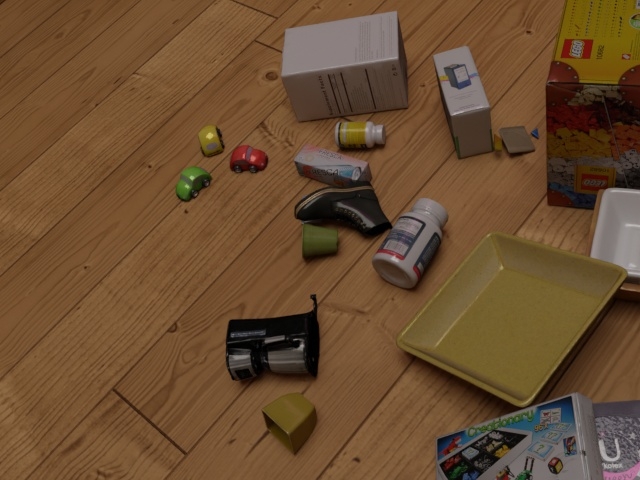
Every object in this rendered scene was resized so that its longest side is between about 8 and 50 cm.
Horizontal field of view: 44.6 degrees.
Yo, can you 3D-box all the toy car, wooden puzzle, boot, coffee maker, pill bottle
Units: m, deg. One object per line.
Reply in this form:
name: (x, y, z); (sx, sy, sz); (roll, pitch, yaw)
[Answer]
toy car: (-0.283, -0.193, 1.981); (0.239, 0.053, 0.225); (32, 69, 32)
wooden puzzle: (0.452, -0.233, 1.808); (0.116, 0.014, 0.078); (-1, 57, -8)
boot: (0.053, -0.055, 1.756); (0.198, 0.077, 0.137); (-20, 56, -14)
coffee maker: (-0.096, 0.206, 1.617); (0.178, 0.120, 0.171); (-5, 31, 12)
pill bottle: (0.198, 0.002, 1.668); (0.108, 0.108, 0.180); (22, 64, 28)
pill bottle: (0.098, -0.259, 1.910); (0.116, 0.065, 0.065); (1, 56, 18)

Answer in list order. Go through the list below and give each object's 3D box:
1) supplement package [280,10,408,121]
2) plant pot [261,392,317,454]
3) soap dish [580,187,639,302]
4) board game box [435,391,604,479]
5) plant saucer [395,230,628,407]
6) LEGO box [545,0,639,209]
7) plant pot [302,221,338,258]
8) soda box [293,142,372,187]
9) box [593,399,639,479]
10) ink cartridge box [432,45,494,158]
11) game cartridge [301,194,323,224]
supplement package: (0.065, -0.437, 1.977); (0.293, 0.175, 0.177); (-5, 56, 13)
plant pot: (-0.053, 0.345, 1.515); (0.083, 0.081, 0.081); (-37, 53, -24)
soap dish: (0.670, 0.023, 1.510); (0.291, 0.118, 0.229); (9, 59, 21)
board game box: (0.318, 0.386, 1.288); (0.305, 0.053, 0.193); (-32, 42, 41)
plant saucer: (0.363, 0.152, 1.485); (0.333, 0.081, 0.333); (-46, 37, -18)
LEGO box: (0.612, -0.372, 1.650); (0.193, 0.372, 0.500); (8, 57, 21)
plant pot: (0.000, 0.000, 1.752); (0.079, 0.083, 0.083); (0, 55, 2)
soda box: (0.029, -0.173, 1.873); (0.183, 0.058, 0.063); (20, 63, 28)
box: (0.524, 0.363, 1.292); (0.247, 0.142, 0.163); (-7, 53, 12)
ink cartridge box: (0.335, -0.324, 1.832); (0.093, 0.154, 0.212); (-12, 54, 9)
game cartridge: (-0.017, -0.074, 1.843); (0.056, 0.017, 0.083); (-9, 53, 14)
